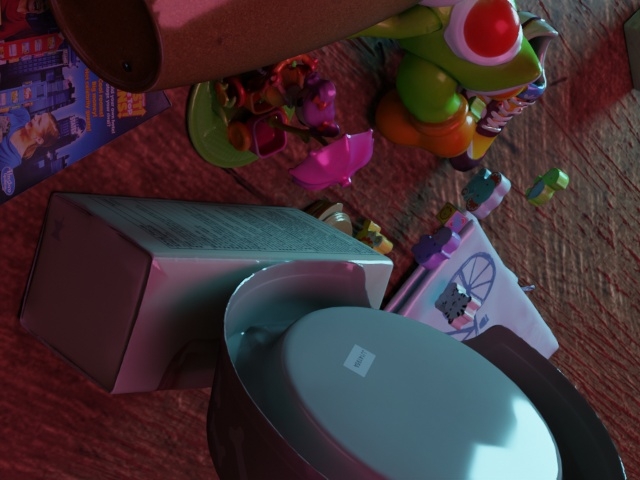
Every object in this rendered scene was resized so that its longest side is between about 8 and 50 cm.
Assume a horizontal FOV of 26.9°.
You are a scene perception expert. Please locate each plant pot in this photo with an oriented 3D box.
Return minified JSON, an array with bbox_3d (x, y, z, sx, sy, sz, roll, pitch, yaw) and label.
[{"bbox_3d":[-0.068,-0.219,0.968,0.254,0.237,0.237,-39,137,-34],"label":"plant pot"}]

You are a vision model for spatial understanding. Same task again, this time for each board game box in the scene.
[{"bbox_3d":[-0.203,-0.139,1.031,0.194,0.060,0.194,-21,120,-48],"label":"board game box"}]

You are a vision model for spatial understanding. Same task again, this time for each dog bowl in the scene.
[{"bbox_3d":[0.066,0.159,1.073,0.348,0.349,0.102,-3,129,-45],"label":"dog bowl"}]

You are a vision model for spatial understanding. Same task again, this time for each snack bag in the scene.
[{"bbox_3d":[0.145,0.167,1.618,0.323,0.037,0.342,-52,140,-7],"label":"snack bag"}]

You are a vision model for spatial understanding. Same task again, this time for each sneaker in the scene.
[{"bbox_3d":[0.190,-0.153,1.424,0.069,0.084,0.186,-3,115,-45],"label":"sneaker"}]

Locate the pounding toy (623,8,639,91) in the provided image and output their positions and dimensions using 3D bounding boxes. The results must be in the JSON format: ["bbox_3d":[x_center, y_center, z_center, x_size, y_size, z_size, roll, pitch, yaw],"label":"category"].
[{"bbox_3d":[0.436,-0.242,1.611,0.130,0.100,0.141,-44,138,-18],"label":"pounding toy"}]

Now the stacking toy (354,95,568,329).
[{"bbox_3d":[0.151,-0.023,1.430,0.167,0.052,0.221,33,100,-35],"label":"stacking toy"}]

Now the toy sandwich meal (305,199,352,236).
[{"bbox_3d":[0.000,0.000,1.368,0.085,0.029,0.086,-39,146,-32],"label":"toy sandwich meal"}]

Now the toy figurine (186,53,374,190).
[{"bbox_3d":[-0.021,-0.116,1.168,0.130,0.159,0.173,-27,131,-33],"label":"toy figurine"}]

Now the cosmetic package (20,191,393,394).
[{"bbox_3d":[-0.096,0.046,1.199,0.296,0.153,0.129,4,110,-46],"label":"cosmetic package"}]

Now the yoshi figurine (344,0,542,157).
[{"bbox_3d":[0.083,-0.243,1.230,0.203,0.204,0.362,-11,150,6],"label":"yoshi figurine"}]
